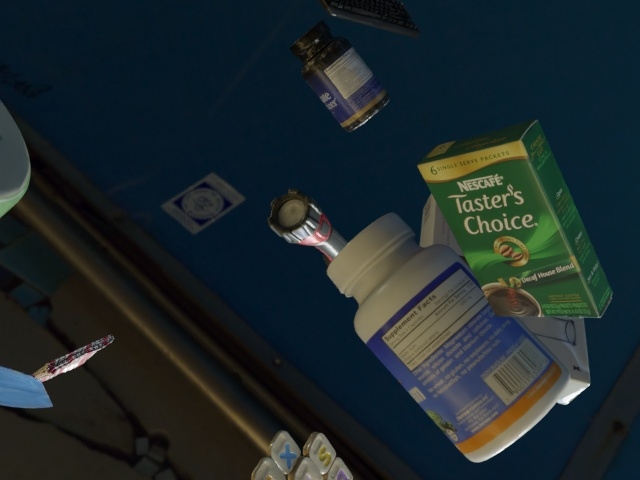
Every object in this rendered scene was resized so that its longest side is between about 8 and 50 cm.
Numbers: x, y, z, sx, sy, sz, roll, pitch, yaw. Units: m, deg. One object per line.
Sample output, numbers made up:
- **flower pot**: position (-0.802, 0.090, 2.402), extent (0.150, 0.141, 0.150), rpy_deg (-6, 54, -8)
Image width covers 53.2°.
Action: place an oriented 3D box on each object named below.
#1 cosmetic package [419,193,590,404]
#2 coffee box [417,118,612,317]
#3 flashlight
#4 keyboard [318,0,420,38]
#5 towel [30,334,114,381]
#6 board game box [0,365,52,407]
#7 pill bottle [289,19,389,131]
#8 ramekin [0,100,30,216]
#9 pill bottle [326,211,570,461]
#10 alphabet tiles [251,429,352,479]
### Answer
- **cosmetic package**: position (0.325, 0.083, 1.175), extent (0.285, 0.377, 0.097), rpy_deg (15, -38, -3)
- **coffee box**: position (0.175, -0.011, 0.580), extent (0.113, 0.040, 0.184), rpy_deg (-7, -60, 49)
- **flashlight**: position (0.000, 0.000, 1.355), extent (0.103, 0.304, 0.103), rpy_deg (-32, -122, 9)
- **keyboard**: position (0.060, -0.344, 0.918), extent (0.023, 0.180, 0.108), rpy_deg (-54, -128, 36)
- **towel**: position (-0.588, 0.289, 1.486), extent (0.144, 0.197, 0.029), rpy_deg (-33, -94, 31)
- **board game box**: position (-0.378, 0.151, 0.737), extent (0.133, 0.033, 0.168), rpy_deg (12, -32, -7)
- **pill bottle**: position (0.038, -0.352, 1.363), extent (0.219, 0.123, 0.123), rpy_deg (50, -40, -12)
- **ramekin**: position (-0.492, -0.117, 0.740), extent (0.148, 0.303, 0.303), rpy_deg (-32, -90, 11)
- **pill bottle**: position (0.136, 0.102, 0.739), extent (0.272, 0.152, 0.152), rpy_deg (48, -42, 14)
- **alphabet tiles**: position (-0.035, 0.483, 1.111), extent (0.021, 0.284, 0.278), rpy_deg (-11, -62, 38)
